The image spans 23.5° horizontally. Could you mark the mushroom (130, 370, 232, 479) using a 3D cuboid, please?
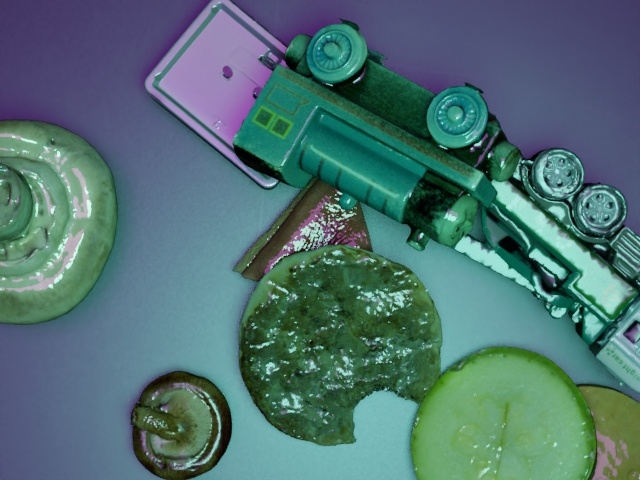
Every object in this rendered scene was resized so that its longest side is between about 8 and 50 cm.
[{"bbox_3d":[-0.161,0.217,1.786,0.127,0.087,0.127,0,88,3],"label":"mushroom"}]

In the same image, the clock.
[{"bbox_3d":[-0.089,-0.174,1.821,0.197,0.063,0.150,39,87,1],"label":"clock"}]

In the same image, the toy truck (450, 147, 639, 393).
[{"bbox_3d":[0.308,0.026,1.774,0.363,0.176,0.178,38,96,2],"label":"toy truck"}]

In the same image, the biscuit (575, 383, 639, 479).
[{"bbox_3d":[0.286,0.342,1.807,0.275,0.052,0.355,28,87,0],"label":"biscuit"}]

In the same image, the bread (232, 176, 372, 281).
[{"bbox_3d":[0.000,0.000,1.811,0.119,0.067,0.192,42,86,2],"label":"bread"}]

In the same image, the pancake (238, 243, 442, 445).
[{"bbox_3d":[0.021,0.118,1.781,0.253,0.037,0.254,-1,109,-2],"label":"pancake"}]

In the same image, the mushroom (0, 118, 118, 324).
[{"bbox_3d":[-0.356,-0.024,1.722,0.260,0.234,0.254,-44,92,-3],"label":"mushroom"}]

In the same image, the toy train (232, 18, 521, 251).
[{"bbox_3d":[0.065,-0.111,1.703,0.298,0.120,0.194,30,87,21],"label":"toy train"}]

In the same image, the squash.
[{"bbox_3d":[0.210,0.231,1.780,0.219,0.041,0.219,-4,73,14],"label":"squash"}]
